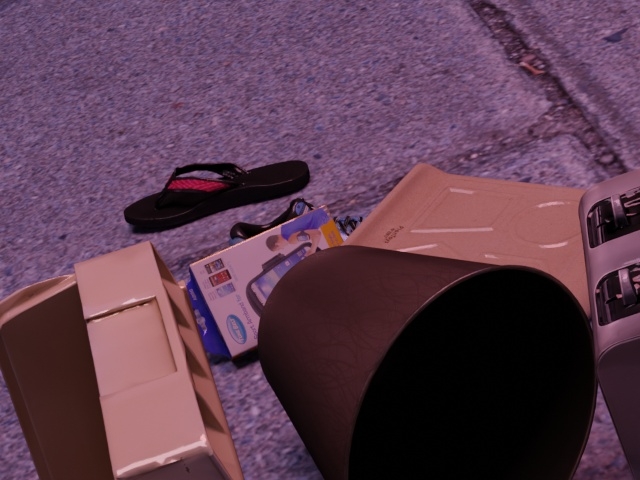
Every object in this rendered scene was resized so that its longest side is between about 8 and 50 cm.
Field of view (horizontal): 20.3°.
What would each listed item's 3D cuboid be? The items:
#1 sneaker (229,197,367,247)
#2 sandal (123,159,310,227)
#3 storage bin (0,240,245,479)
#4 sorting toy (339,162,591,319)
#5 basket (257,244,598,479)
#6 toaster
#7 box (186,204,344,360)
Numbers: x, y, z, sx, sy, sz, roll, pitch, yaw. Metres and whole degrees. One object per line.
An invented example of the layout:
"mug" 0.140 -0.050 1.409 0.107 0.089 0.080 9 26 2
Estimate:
"sneaker" 0.000 0.000 1.451 0.162 0.073 0.063 -12 27 6
"sandal" -0.099 -0.054 1.660 0.179 0.040 0.067 -15 27 10
"storage bin" -0.090 0.173 0.974 0.123 0.260 0.262 -17 26 -5
"sorting toy" 0.127 0.014 1.367 0.208 0.038 0.193 12 39 29
"basket" 0.052 0.090 1.154 0.154 0.204 0.227 20 4 -23
"toaster" 0.229 0.060 1.085 0.110 0.186 0.168 -15 34 15
"box" -0.040 0.036 1.402 0.136 0.081 0.028 -24 -9 -12
